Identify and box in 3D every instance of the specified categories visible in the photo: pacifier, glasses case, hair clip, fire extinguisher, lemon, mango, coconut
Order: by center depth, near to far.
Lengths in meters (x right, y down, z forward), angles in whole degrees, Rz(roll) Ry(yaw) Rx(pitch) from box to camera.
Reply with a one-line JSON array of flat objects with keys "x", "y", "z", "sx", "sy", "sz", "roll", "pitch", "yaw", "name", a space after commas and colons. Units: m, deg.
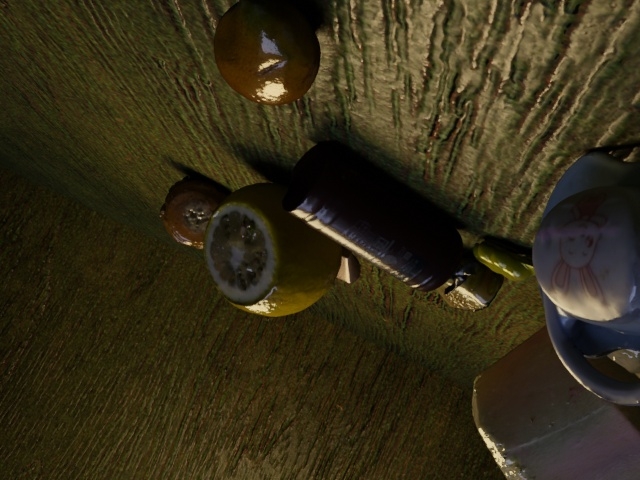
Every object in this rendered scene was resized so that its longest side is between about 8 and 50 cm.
[{"x": 0.330, "y": 0.028, "z": 0.802, "sx": 0.226, "sy": 0.238, "sz": 0.287, "roll": -1, "pitch": 177, "yaw": -21, "name": "pacifier"}, {"x": -0.049, "y": -0.192, "z": 0.870, "sx": 0.115, "sy": 0.089, "sz": 0.165, "roll": 39, "pitch": 163, "yaw": -17, "name": "mango"}, {"x": 0.298, "y": 0.038, "z": 1.266, "sx": 0.173, "sy": 0.046, "sz": 0.072, "roll": 19, "pitch": 164, "yaw": 40, "name": "hair clip"}, {"x": 0.103, "y": -0.010, "z": 1.290, "sx": 0.337, "sy": 0.114, "sz": 0.135, "roll": 31, "pitch": 154, "yaw": -23, "name": "fire extinguisher"}, {"x": 0.439, "y": 0.278, "z": 1.447, "sx": 0.297, "sy": 0.310, "sz": 0.297, "roll": 50, "pitch": -163, "yaw": -21, "name": "coconut"}, {"x": -0.071, "y": 0.014, "z": 1.541, "sx": 0.241, "sy": 0.240, "sz": 0.219, "roll": 17, "pitch": -165, "yaw": 39, "name": "lemon"}, {"x": 0.000, "y": 0.000, "z": 1.771, "sx": 0.194, "sy": 0.070, "sz": 0.102, "roll": 23, "pitch": 141, "yaw": 28, "name": "glasses case"}]

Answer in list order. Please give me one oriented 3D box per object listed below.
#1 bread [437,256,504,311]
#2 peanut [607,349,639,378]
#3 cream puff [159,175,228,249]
[{"x": 0.237, "y": 0.066, "z": 1.442, "sx": 0.094, "sy": 0.083, "sz": 0.157, "roll": 29, "pitch": 167, "yaw": 0, "name": "bread"}, {"x": 0.444, "y": 0.124, "z": 1.106, "sx": 0.149, "sy": 0.149, "sz": 0.313, "roll": 18, "pitch": 167, "yaw": 36, "name": "peanut"}, {"x": -0.264, "y": -0.060, "z": 1.870, "sx": 0.115, "sy": 0.150, "sz": 0.165, "roll": -122, "pitch": 8, "yaw": -79, "name": "cream puff"}]
